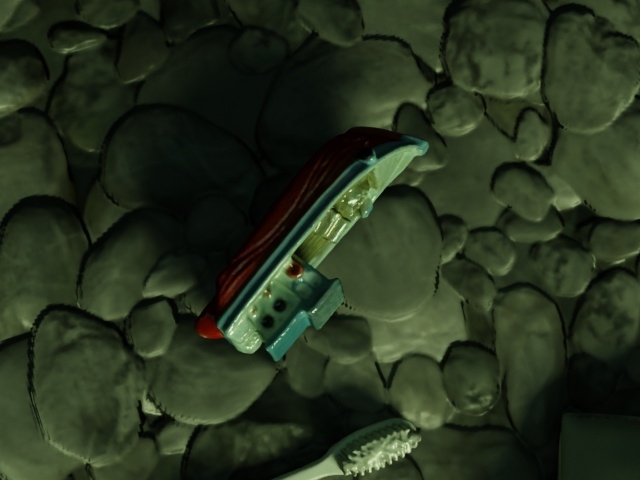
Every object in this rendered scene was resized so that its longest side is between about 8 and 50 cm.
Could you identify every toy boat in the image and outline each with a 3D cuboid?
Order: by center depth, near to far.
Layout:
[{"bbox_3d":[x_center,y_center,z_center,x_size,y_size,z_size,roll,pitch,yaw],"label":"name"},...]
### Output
[{"bbox_3d":[0.000,0.000,0.573,0.059,0.069,0.173,35,79,14],"label":"toy boat"}]

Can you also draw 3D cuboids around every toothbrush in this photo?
[{"bbox_3d":[-0.081,0.169,0.557,0.307,0.029,0.025,-22,92,-10],"label":"toothbrush"}]

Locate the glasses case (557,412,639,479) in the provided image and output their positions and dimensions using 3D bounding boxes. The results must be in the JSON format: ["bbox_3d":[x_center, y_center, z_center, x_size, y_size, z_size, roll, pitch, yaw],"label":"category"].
[{"bbox_3d":[0.178,0.242,0.543,0.128,0.083,0.308,13,74,3],"label":"glasses case"}]
